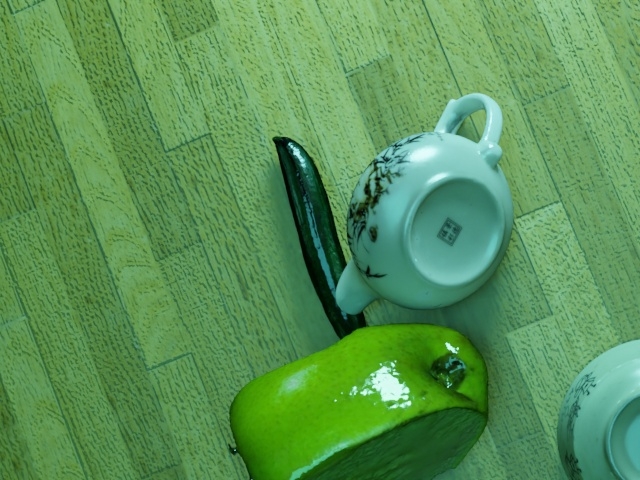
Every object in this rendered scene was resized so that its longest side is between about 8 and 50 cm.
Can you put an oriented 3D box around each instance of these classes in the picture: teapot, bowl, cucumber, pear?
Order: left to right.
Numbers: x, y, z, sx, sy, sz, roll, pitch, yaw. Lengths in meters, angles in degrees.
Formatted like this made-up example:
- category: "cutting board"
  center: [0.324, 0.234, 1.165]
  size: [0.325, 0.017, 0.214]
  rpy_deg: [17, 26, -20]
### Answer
- category: "cucumber"
  center: [0.000, 0.000, 1.836]
  size: [0.056, 0.056, 0.284]
  rpy_deg: [-20, 85, 9]
- category: "pear"
  center: [0.055, 0.191, 1.720]
  size: [0.282, 0.286, 0.176]
  rpy_deg: [-34, 63, 7]
- category: "teapot"
  center: [0.135, -0.039, 1.767]
  size: [0.208, 0.166, 0.299]
  rpy_deg: [33, 76, -18]
- category: "bowl"
  center: [0.392, 0.229, 1.718]
  size: [0.238, 0.126, 0.237]
  rpy_deg: [-1, 86, 10]
